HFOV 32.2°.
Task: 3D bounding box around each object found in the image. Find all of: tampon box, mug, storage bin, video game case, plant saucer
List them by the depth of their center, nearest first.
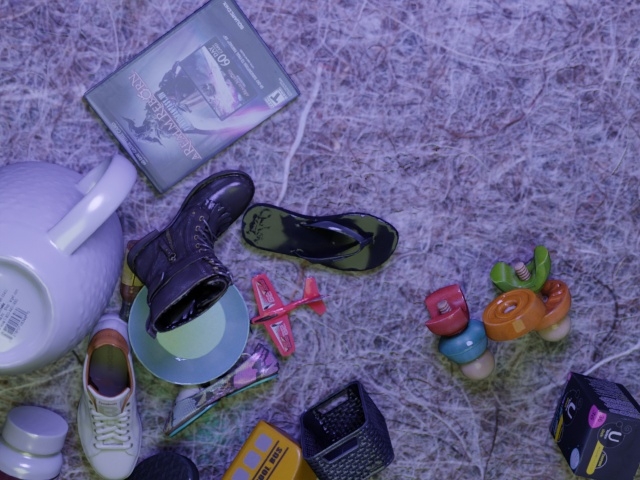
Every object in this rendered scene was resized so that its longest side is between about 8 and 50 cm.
[{"bbox_3d":[-0.407,0.018,1.612,0.374,0.328,0.276,-43,104,9],"label":"mug"},{"bbox_3d":[-0.198,-0.227,1.713,0.274,0.026,0.196,-35,105,6],"label":"video game case"},{"bbox_3d":[-0.213,0.135,1.797,0.195,0.037,0.195,-1,95,-10],"label":"plant saucer"},{"bbox_3d":[0.041,0.319,1.802,0.122,0.180,0.084,-32,106,6],"label":"storage bin"},{"bbox_3d":[0.462,0.310,1.835,0.101,0.161,0.120,14,104,-7],"label":"tampon box"}]

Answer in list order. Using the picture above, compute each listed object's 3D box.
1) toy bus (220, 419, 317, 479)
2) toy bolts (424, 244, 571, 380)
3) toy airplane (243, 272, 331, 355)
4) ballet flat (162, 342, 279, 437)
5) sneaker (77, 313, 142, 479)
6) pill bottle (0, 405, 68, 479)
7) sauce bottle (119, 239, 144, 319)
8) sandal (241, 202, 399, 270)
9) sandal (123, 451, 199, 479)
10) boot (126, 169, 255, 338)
[{"bbox_3d":[-0.129,0.470,1.809,0.130,0.108,0.333,31,84,25],"label":"toy bus"},{"bbox_3d":[0.291,0.150,1.772,0.228,0.218,0.158,-23,113,22],"label":"toy bolts"},{"bbox_3d":[-0.055,0.109,1.815,0.151,0.028,0.151,-1,107,-4],"label":"toy airplane"},{"bbox_3d":[-0.175,0.239,1.830,0.221,0.077,0.079,-30,87,0],"label":"ballet flat"},{"bbox_3d":[-0.349,0.274,1.797,0.106,0.123,0.290,-2,107,-4],"label":"sneaker"},{"bbox_3d":[-0.495,0.392,1.822,0.121,0.121,0.221,18,104,-8],"label":"pill bottle"},{"bbox_3d":[-0.301,0.064,1.781,0.042,0.042,0.128,13,105,-7],"label":"sauce bottle"},{"bbox_3d":[-0.001,0.001,1.773,0.254,0.054,0.097,6,106,-5],"label":"sandal"},{"bbox_3d":[-0.325,0.533,1.874,0.107,0.167,0.446,24,110,-38],"label":"sandal"},{"bbox_3d":[-0.173,0.021,1.663,0.263,0.229,0.091,-42,120,-2],"label":"boot"}]
